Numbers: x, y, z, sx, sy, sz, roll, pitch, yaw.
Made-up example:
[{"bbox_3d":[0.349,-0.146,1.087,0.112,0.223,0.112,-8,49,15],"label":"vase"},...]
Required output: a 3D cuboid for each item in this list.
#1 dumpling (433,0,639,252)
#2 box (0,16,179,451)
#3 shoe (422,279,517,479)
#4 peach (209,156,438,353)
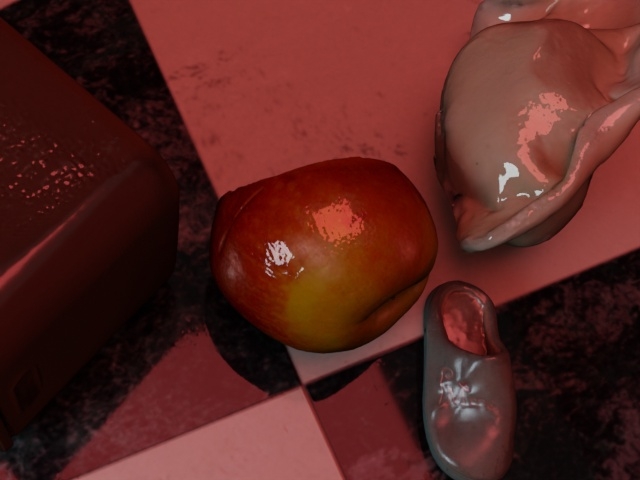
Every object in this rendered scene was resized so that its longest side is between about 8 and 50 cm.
[{"bbox_3d":[0.223,-0.113,0.979,0.243,0.187,0.318,-20,44,27],"label":"dumpling"},{"bbox_3d":[-0.306,-0.034,0.870,0.339,0.239,0.229,40,65,10],"label":"box"},{"bbox_3d":[0.136,0.120,0.952,0.079,0.078,0.195,1,63,-8],"label":"shoe"},{"bbox_3d":[0.000,0.000,0.929,0.192,0.190,0.190,41,67,14],"label":"peach"}]
